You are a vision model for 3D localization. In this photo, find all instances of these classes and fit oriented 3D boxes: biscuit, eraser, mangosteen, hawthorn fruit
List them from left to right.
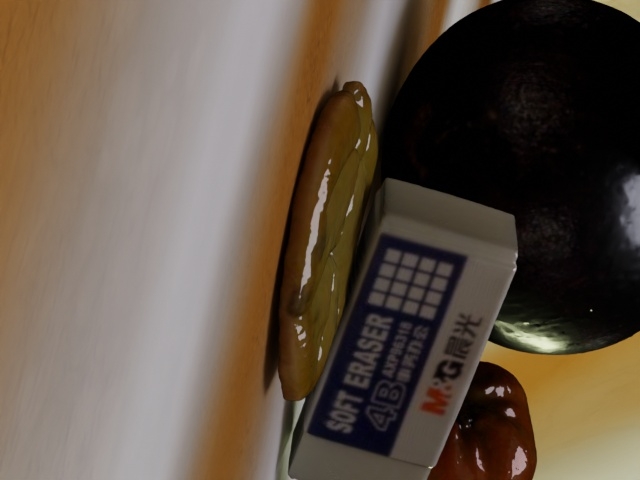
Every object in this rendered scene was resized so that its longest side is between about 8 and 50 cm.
[{"bbox_3d":[0.005,0.001,1.522,0.203,0.041,0.260,57,44,-80],"label":"biscuit"},{"bbox_3d":[0.068,0.093,1.642,0.081,0.124,0.279,-87,-166,-60],"label":"eraser"},{"bbox_3d":[0.120,0.240,2.160,0.261,0.224,0.224,118,-8,-52],"label":"hawthorn fruit"},{"bbox_3d":[0.276,-0.065,1.918,0.382,0.435,0.382,-7,98,-54],"label":"mangosteen"}]
